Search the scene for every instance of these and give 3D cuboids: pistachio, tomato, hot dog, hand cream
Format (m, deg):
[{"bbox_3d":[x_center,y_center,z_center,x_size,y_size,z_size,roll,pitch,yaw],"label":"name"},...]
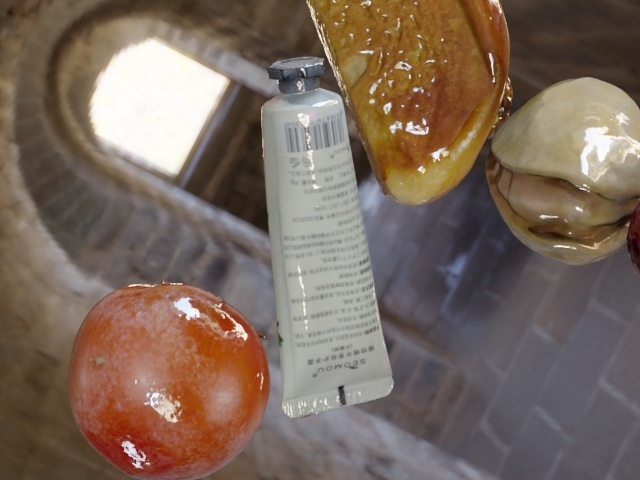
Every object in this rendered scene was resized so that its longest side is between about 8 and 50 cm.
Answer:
[{"bbox_3d":[0.263,-0.077,1.432,0.293,0.181,0.162,-72,-11,-59],"label":"pistachio"},{"bbox_3d":[-0.199,0.187,1.769,0.265,0.264,0.265,-60,10,18],"label":"tomato"},{"bbox_3d":[0.117,-0.257,1.744,0.223,0.405,0.185,-23,-1,2],"label":"hot dog"},{"bbox_3d":[0.000,0.000,0.885,0.050,0.080,0.234,-143,44,-67],"label":"hand cream"}]

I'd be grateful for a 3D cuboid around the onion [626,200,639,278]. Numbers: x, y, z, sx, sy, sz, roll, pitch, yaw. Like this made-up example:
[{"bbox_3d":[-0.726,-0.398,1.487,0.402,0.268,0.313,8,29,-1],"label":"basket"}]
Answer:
[{"bbox_3d":[0.344,0.018,1.220,0.150,0.150,0.140,-56,2,35],"label":"onion"}]
